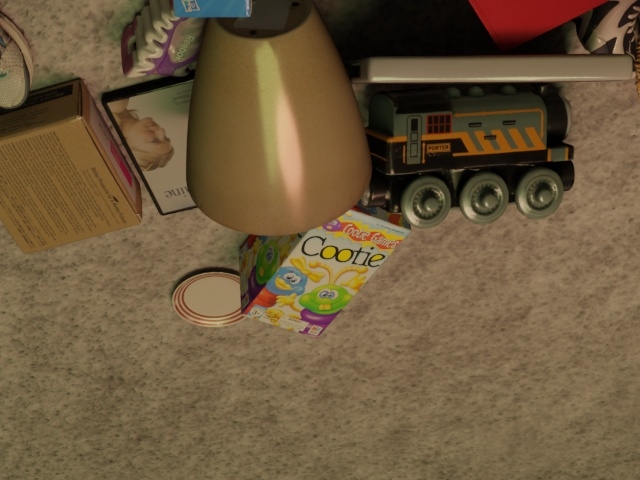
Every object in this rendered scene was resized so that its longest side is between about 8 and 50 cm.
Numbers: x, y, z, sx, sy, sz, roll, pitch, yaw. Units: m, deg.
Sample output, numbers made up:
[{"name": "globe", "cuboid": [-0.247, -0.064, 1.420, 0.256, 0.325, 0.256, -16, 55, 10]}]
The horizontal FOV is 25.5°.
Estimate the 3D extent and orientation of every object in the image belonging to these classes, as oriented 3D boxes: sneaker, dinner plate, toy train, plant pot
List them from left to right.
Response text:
[{"name": "sneaker", "cuboid": [-0.462, -0.258, 1.827, 0.110, 0.122, 0.283, -15, 138, 10]}, {"name": "sneaker", "cuboid": [-0.170, -0.294, 1.856, 0.105, 0.095, 0.236, 13, 140, -30]}, {"name": "dinner plate", "cuboid": [-0.174, 0.094, 2.336, 0.141, 0.017, 0.141, -4, 138, -4]}, {"name": "plant pot", "cuboid": [-0.063, -0.191, 1.841, 0.257, 0.256, 0.274, -5, 136, -2]}, {"name": "toy train", "cuboid": [0.212, -0.125, 2.012, 0.334, 0.142, 0.190, -5, 106, -18]}, {"name": "sneaker", "cuboid": [0.414, -0.319, 1.890, 0.153, 0.094, 0.235, -26, 125, 33]}]

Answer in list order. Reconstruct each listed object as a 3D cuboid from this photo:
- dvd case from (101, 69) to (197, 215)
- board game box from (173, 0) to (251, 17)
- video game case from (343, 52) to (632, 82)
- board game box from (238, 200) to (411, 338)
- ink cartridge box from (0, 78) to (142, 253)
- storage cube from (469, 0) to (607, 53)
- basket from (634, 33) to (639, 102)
[{"name": "dvd case", "cuboid": [-0.191, -0.141, 2.067, 0.180, 0.022, 0.253, -14, 138, 8]}, {"name": "board game box", "cuboid": [-0.121, -0.452, 1.516, 0.086, 0.308, 0.302, -2, 138, -3]}, {"name": "video game case", "cuboid": [0.206, -0.225, 1.861, 0.329, 0.300, 0.036, -1, 96, -6]}, {"name": "board game box", "cuboid": [0.000, 0.000, 2.158, 0.142, 0.144, 0.275, 19, 132, -24]}, {"name": "ink cartridge box", "cuboid": [-0.387, -0.102, 2.037, 0.193, 0.088, 0.234, -15, 137, 7]}, {"name": "storage cube", "cuboid": [0.255, -0.384, 1.732, 0.193, 0.183, 0.215, -26, 134, 18]}, {"name": "basket", "cuboid": [0.503, -0.264, 1.863, 0.223, 0.213, 0.299, -23, 152, 14]}]
